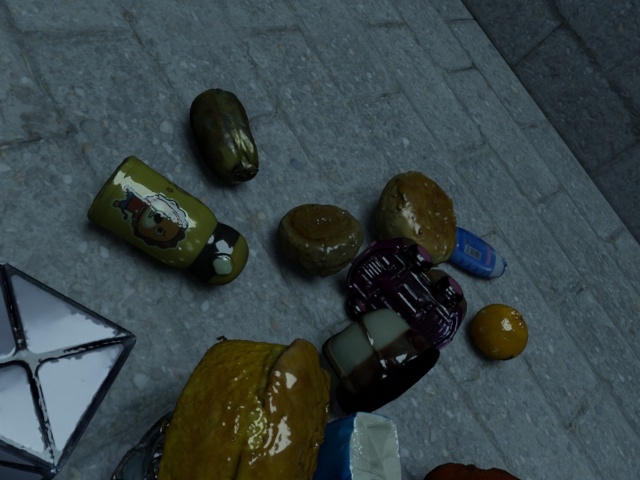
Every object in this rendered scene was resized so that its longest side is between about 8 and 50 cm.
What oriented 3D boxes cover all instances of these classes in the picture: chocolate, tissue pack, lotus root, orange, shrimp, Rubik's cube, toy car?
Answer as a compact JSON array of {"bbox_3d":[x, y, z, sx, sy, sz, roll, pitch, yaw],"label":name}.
[{"bbox_3d":[0.129,0.275,1.340,0.283,0.284,0.186,-7,52,-39],"label":"chocolate"},{"bbox_3d":[0.035,0.479,1.114,0.137,0.269,0.209,17,54,-29],"label":"tissue pack"},{"bbox_3d":[-0.260,-0.279,1.473,0.151,0.160,0.275,-14,68,-15],"label":"lotus root"},{"bbox_3d":[0.553,0.281,1.706,0.177,0.155,0.178,9,60,-16],"label":"orange"},{"bbox_3d":[-0.280,0.389,1.010,0.137,0.172,0.372,14,30,11],"label":"shrimp"},{"bbox_3d":[-0.495,0.230,0.902,0.254,0.260,0.259,33,45,-15],"label":"Rubik's cube"},{"bbox_3d":[0.249,0.134,1.526,0.341,0.271,0.240,49,28,1],"label":"toy car"}]

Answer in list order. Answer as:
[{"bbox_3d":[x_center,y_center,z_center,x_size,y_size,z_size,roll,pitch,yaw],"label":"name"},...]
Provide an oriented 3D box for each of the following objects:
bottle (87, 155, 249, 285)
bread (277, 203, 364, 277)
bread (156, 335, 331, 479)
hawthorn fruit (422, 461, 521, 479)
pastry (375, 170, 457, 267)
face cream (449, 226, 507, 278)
[{"bbox_3d":[-0.323,-0.029,1.251,0.351,0.171,0.172,33,48,-14],"label":"bottle"},{"bbox_3d":[0.000,0.000,1.468,0.229,0.123,0.230,5,38,-4],"label":"bread"},{"bbox_3d":[-0.109,0.357,0.949,0.215,0.398,0.398,11,48,12],"label":"bread"},{"bbox_3d":[0.366,0.652,1.257,0.275,0.275,0.300,-9,77,-39],"label":"hawthorn fruit"},{"bbox_3d":[0.282,-0.055,1.699,0.284,0.184,0.316,28,48,-27],"label":"pastry"},{"bbox_3d":[0.523,0.045,1.879,0.263,0.083,0.149,27,50,-20],"label":"face cream"}]
